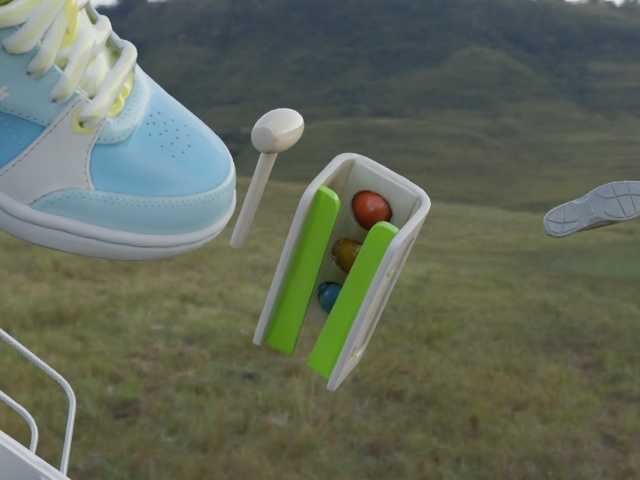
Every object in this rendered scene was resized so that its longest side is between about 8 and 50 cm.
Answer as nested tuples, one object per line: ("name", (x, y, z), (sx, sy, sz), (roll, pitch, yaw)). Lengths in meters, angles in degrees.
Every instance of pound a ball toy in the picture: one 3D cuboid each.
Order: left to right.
("pound a ball toy", (0.000, 0.000, 1.228), (0.208, 0.319, 0.136), (30, 42, 12))

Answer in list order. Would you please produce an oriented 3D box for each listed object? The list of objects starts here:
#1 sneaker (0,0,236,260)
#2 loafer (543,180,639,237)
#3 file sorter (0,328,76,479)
("sneaker", (-0.147, -0.117, 0.516), (0.319, 0.127, 0.208), (28, -44, -22))
("loafer", (0.305, -0.033, 1.120), (0.125, 0.045, 0.039), (-17, -11, 6))
("file sorter", (-0.434, 0.243, 1.127), (0.277, 0.193, 0.173), (-36, 30, 14))
